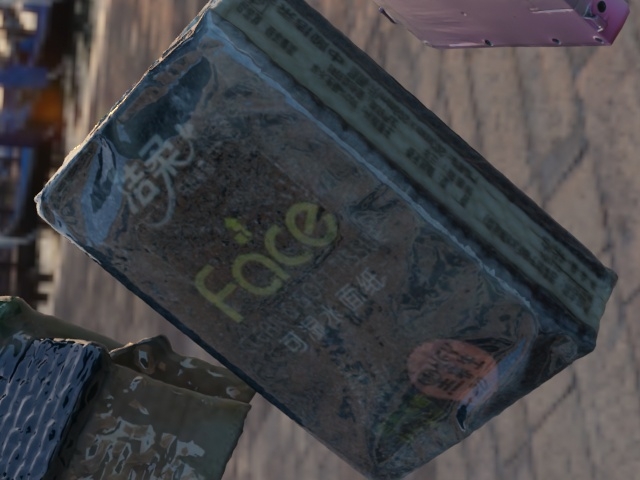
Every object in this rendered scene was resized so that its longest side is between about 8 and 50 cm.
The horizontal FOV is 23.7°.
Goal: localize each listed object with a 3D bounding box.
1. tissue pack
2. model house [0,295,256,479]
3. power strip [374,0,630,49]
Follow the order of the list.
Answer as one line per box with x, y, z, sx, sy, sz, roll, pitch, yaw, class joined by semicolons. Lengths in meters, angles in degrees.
0.000;0.000;0.986;0.228;0.316;0.103;-42;13;39;tissue pack
-0.225;0.210;1.209;0.243;0.284;0.298;125;167;-67;model house
0.134;-0.202;1.257;0.037;0.109;0.279;-59;28;-11;power strip
